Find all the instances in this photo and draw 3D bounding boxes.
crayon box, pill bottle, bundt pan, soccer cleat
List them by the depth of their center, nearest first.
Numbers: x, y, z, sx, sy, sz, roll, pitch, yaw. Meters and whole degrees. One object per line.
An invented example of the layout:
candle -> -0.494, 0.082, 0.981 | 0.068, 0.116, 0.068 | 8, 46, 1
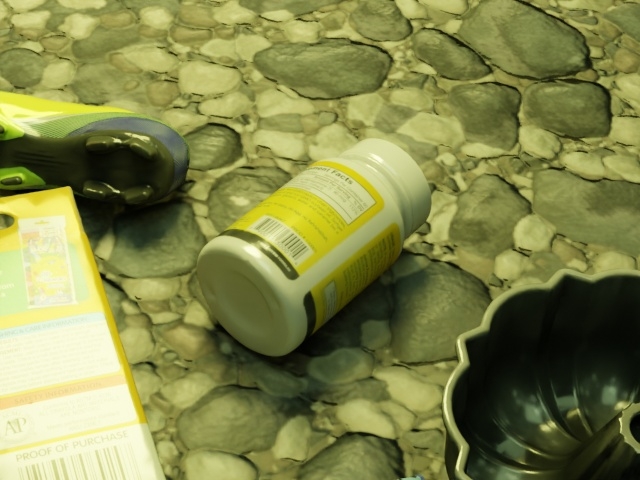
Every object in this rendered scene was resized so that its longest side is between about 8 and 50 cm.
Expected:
bundt pan -> 0.247, 0.184, 1.052 | 0.331, 0.124, 0.331 | 5, 49, -6
crayon box -> -0.261, 0.112, 1.054 | 0.203, 0.083, 0.323 | -10, 52, -18
pill bottle -> 0.000, 0.000, 1.174 | 0.119, 0.119, 0.208 | 36, 52, 21
soccer cleat -> -0.264, -0.096, 1.254 | 0.289, 0.093, 0.121 | 13, 17, 8

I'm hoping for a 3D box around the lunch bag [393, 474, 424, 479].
lunch bag -> 0.077, 0.311, 0.852 | 0.293, 0.138, 0.221 | 48, 15, 20
